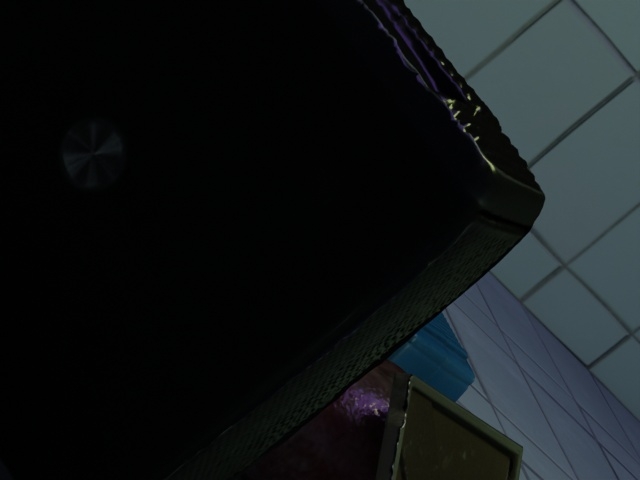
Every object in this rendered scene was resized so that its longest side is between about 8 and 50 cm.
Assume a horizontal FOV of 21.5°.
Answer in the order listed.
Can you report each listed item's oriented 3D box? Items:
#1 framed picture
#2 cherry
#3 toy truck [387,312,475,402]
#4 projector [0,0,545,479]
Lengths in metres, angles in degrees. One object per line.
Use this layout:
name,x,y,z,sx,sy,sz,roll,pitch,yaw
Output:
framed picture,0.097,0.280,1.409,0.211,0.020,0.289,36,59,-48
cherry,0.007,0.169,1.486,0.249,0.175,0.192,40,31,-28
toy truck,0.027,0.062,1.946,0.161,0.162,0.385,37,16,-41
projector,-0.108,-0.052,1.197,0.395,0.405,0.242,53,12,15
